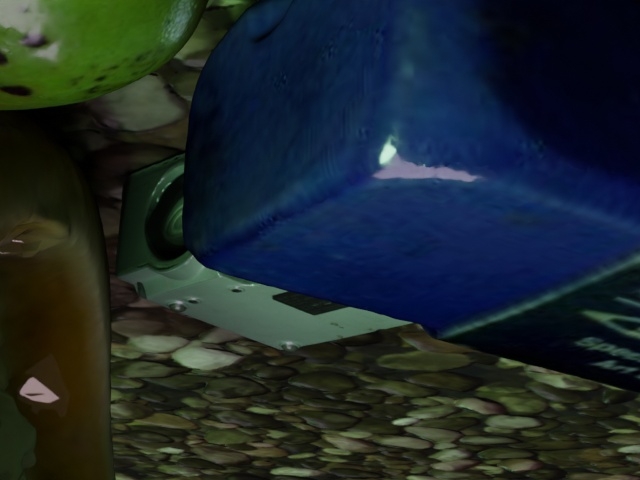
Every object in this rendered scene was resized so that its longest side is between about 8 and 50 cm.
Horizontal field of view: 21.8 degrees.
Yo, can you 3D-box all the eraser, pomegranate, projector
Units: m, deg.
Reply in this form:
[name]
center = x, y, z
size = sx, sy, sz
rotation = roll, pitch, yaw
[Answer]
[eraser]
center = 0.128, -0.010, 0.597
size = 0.332, 0.102, 0.155
rotation = 15, 156, -30
[pomegranate]
center = -0.060, -0.094, 0.424
size = 0.142, 0.115, 0.114
rotation = -19, 171, -27
[projector]
center = 0.000, 0.000, 0.712
size = 0.147, 0.061, 0.115
rotation = -16, 150, 41

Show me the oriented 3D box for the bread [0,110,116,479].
[bread]
center = -0.207, 0.116, 0.594
size = 0.245, 0.329, 0.424
rotation = -8, -163, 14
